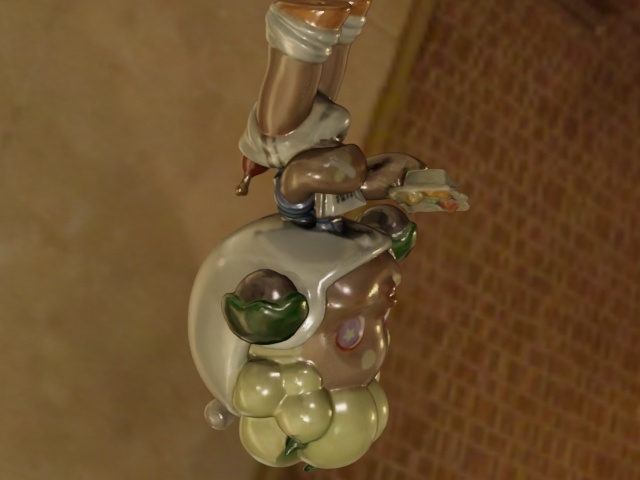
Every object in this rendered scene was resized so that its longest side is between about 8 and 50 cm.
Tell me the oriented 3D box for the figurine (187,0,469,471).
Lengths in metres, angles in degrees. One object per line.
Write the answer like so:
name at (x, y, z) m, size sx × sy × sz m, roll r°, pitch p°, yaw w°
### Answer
figurine at (0.001, 0.001, 0.636) m, size 0.147 × 0.093 × 0.197 m, roll -30°, pitch 138°, yaw -61°
